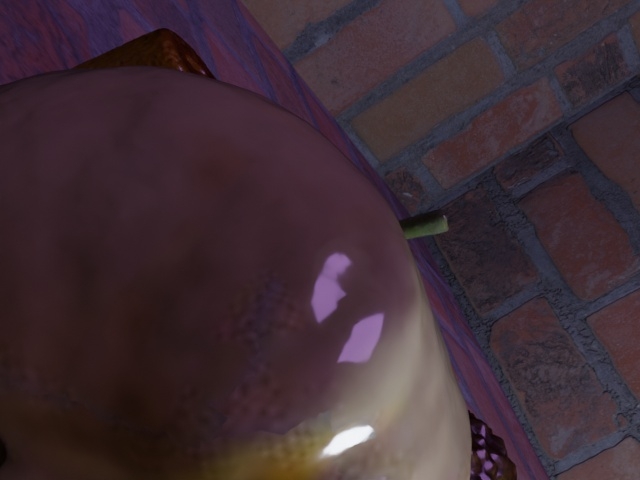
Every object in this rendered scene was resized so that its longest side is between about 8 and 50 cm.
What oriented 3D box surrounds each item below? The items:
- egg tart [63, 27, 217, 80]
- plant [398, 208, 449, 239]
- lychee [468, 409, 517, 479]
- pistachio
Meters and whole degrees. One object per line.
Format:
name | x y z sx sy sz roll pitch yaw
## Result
egg tart | -0.199 -0.158 0.987 0.202 0.147 0.202 53 11 -14
plant | -0.031 0.003 0.980 0.261 0.297 0.306 -169 -117 -71
lychee | 0.030 0.225 0.676 0.236 0.271 0.236 168 -90 -84
pistachio | -0.096 0.043 0.529 0.365 0.281 0.445 -1 33 -36
